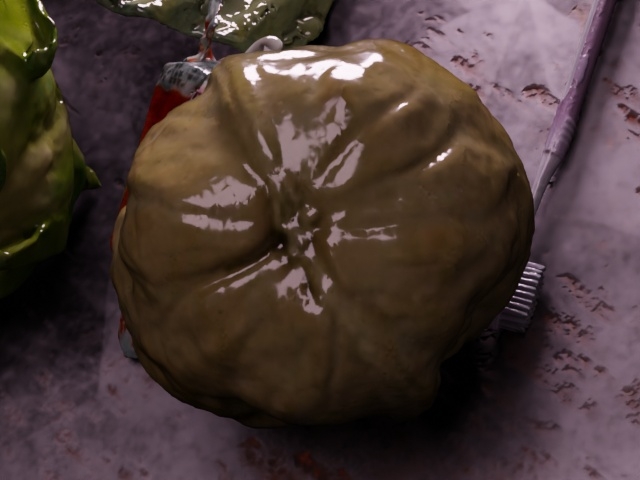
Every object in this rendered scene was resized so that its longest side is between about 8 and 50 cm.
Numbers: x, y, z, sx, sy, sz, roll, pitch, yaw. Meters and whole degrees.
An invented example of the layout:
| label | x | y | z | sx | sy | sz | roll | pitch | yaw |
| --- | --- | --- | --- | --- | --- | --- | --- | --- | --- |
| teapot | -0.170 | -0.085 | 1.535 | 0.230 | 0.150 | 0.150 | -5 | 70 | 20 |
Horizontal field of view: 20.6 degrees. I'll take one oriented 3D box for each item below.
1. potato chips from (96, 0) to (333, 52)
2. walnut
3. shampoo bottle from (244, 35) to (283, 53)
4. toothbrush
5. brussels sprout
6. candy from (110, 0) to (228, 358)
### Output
| label | x | y | z | sx | sy | sz | roll | pitch | yaw |
| --- | --- | --- | --- | --- | --- | --- | --- | --- | --- |
| potato chips | -0.105 | -0.348 | 1.450 | 0.373 | 0.097 | 0.389 | 22 | 77 | 7 |
| walnut | -0.002 | 0.002 | 1.190 | 0.253 | 0.277 | 0.282 | 35 | 82 | 10 |
| shampoo bottle | -0.015 | -0.107 | 1.323 | 0.077 | 0.152 | 0.045 | 0 | 62 | 17 |
| toothbrush | 0.189 | -0.091 | 1.315 | 0.029 | 0.024 | 0.354 | 13 | 69 | 20 |
| brussels sprout | -0.301 | -0.066 | 1.344 | 0.227 | 0.259 | 0.294 | 32 | 76 | 31 |
| candy | -0.108 | -0.051 | 1.350 | 0.086 | 0.059 | 0.292 | 19 | 93 | 55 |
